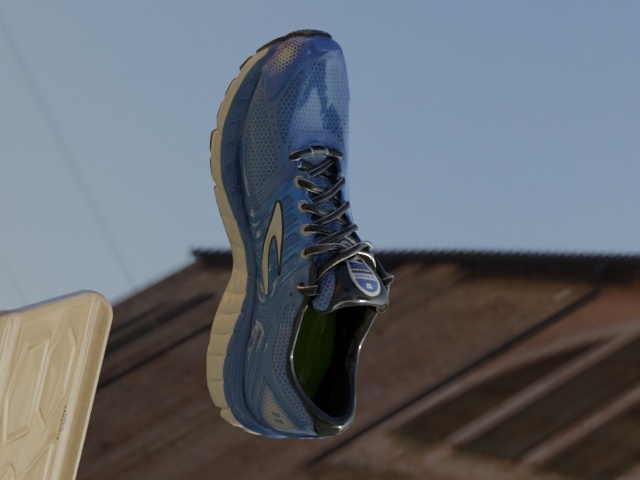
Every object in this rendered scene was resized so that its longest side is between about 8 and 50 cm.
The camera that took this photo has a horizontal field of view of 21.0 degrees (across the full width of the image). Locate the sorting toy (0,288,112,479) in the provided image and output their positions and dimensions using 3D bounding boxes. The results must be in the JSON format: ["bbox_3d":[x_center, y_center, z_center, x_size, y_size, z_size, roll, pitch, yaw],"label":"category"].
[{"bbox_3d":[-0.203,0.130,1.130,0.208,0.038,0.193,-8,111,-78],"label":"sorting toy"}]

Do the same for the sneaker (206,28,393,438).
[{"bbox_3d":[0.000,0.000,1.358,0.147,0.129,0.330,11,-76,48],"label":"sneaker"}]
